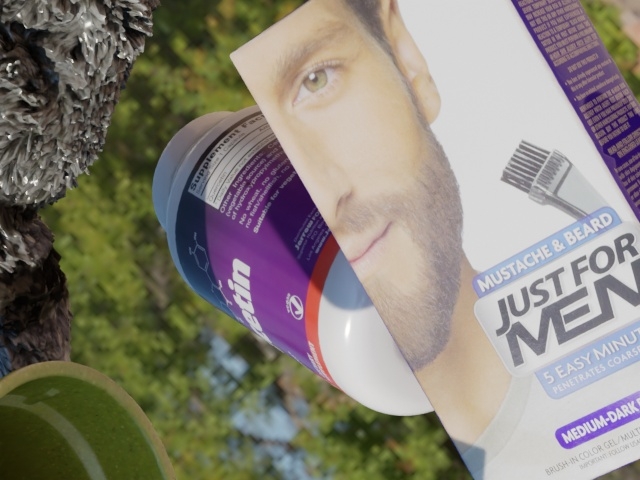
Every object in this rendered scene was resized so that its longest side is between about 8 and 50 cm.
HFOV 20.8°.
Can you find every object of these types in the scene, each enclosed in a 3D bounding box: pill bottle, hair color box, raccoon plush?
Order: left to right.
[{"bbox_3d":[-0.170,-0.126,1.325,0.216,0.299,0.446,37,140,48],"label":"raccoon plush"},{"bbox_3d":[0.000,0.000,1.373,0.323,0.181,0.181,29,167,50],"label":"pill bottle"},{"bbox_3d":[0.113,-0.021,1.069,0.339,0.185,0.110,60,-148,2],"label":"hair color box"}]

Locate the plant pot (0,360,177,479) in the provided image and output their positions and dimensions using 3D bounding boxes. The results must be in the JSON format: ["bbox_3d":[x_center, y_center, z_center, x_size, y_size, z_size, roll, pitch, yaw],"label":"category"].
[{"bbox_3d":[-0.275,0.238,1.248,0.276,0.254,0.276,27,-122,-55],"label":"plant pot"}]
